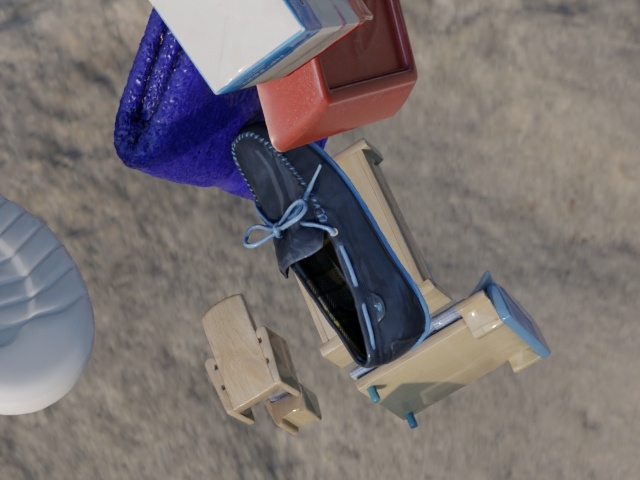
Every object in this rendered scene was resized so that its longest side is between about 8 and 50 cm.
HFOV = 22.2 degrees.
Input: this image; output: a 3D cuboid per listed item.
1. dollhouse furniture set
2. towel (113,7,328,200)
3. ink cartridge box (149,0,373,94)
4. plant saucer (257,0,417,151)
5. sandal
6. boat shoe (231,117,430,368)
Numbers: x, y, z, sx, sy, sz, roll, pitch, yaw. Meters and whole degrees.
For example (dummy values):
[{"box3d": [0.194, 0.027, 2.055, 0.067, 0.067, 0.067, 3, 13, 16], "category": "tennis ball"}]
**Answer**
[{"box3d": [0.055, 0.081, 1.805, 0.286, 0.303, 0.198, -32, 57, 14], "category": "dollhouse furniture set"}, {"box3d": [-0.066, -0.152, 1.563, 0.076, 0.308, 0.227, 20, 94, 26], "category": "towel"}, {"box3d": [-0.048, -0.183, 1.141, 0.078, 0.231, 0.134, -35, 89, 16], "category": "ink cartridge box"}, {"box3d": [0.004, -0.221, 1.393, 0.048, 0.259, 0.258, -11, 96, 26], "category": "plant saucer"}, {"box3d": [-0.328, 0.020, 1.337, 0.169, 0.102, 0.416, -33, 53, -30], "category": "sandal"}, {"box3d": [0.000, 0.000, 1.498, 0.089, 0.109, 0.258, -34, 78, -36], "category": "boat shoe"}]
